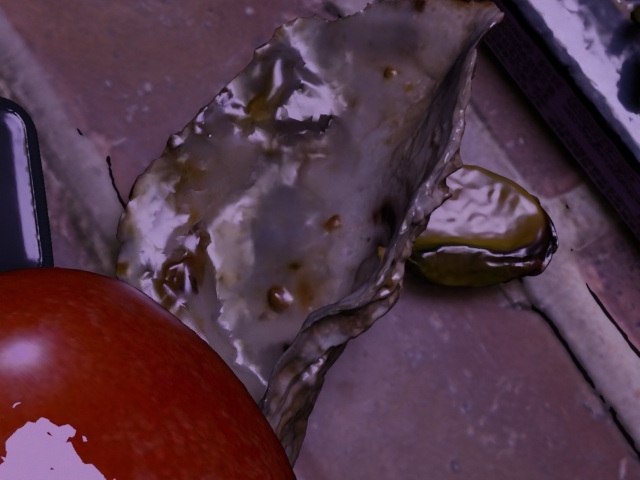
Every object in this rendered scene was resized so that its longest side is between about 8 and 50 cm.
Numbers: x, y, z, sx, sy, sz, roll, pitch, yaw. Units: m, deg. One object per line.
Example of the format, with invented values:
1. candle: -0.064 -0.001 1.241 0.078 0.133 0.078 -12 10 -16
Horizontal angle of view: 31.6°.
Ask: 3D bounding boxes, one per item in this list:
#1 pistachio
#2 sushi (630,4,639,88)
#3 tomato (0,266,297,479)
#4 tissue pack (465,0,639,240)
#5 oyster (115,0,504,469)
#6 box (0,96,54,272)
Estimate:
1. pistachio: 0.079 -0.013 0.795 0.172 0.049 0.090 23 64 6
2. sushi: 0.316 -0.135 0.711 0.179 0.167 0.297 2 88 -21
3. tomato: -0.153 0.179 0.551 0.289 0.325 0.293 -26 69 -30
4. tissue pack: 0.262 -0.171 0.844 0.259 0.122 0.361 -34 85 -15
5. oyster: -0.026 0.003 0.736 0.204 0.111 0.396 22 83 29
6. box: -0.264 -0.015 0.665 0.201 0.090 0.145 2 72 -38
